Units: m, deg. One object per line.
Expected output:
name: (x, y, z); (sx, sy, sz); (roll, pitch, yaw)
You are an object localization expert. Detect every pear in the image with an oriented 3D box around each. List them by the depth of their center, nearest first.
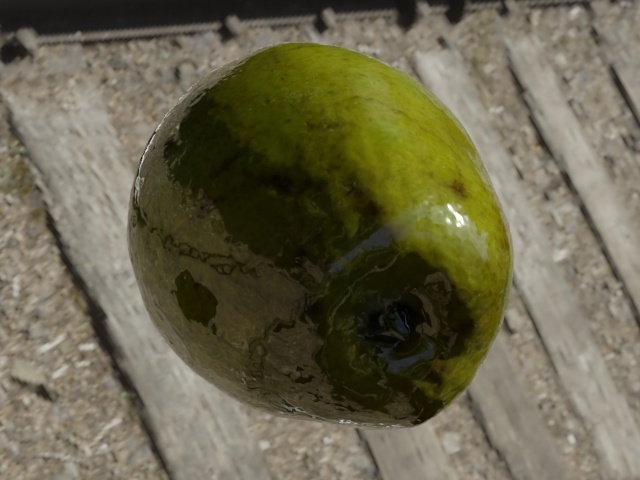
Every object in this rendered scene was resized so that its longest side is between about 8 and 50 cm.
pear: (0.000, 0.000, 0.853); (0.253, 0.253, 0.307); (35, 10, -28)
